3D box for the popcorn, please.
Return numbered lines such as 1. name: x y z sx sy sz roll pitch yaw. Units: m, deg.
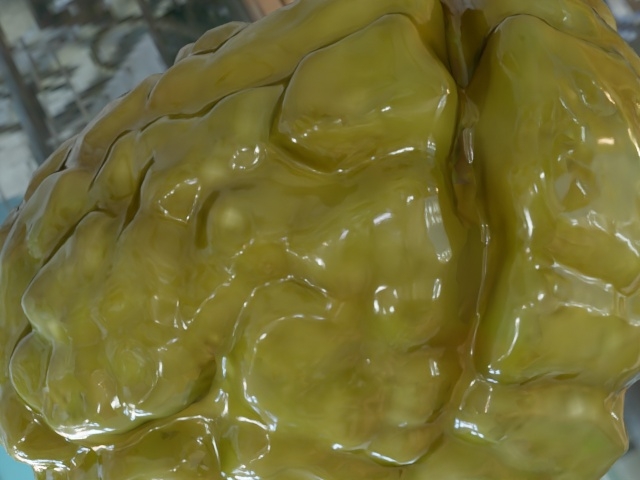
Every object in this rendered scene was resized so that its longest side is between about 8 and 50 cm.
1. popcorn: 0.000 0.000 0.493 0.200 0.203 0.226 12 134 -9
